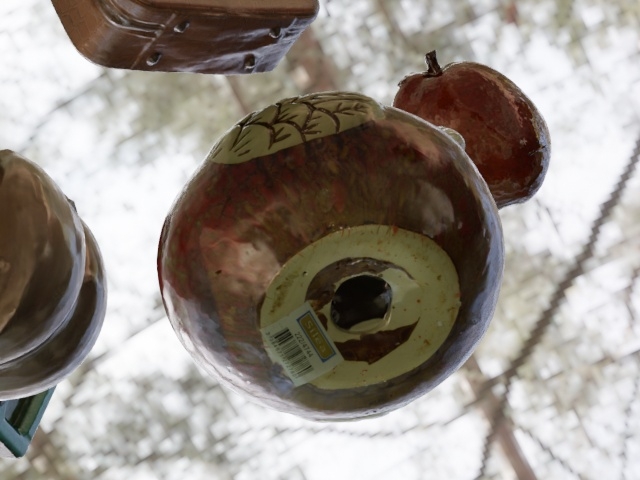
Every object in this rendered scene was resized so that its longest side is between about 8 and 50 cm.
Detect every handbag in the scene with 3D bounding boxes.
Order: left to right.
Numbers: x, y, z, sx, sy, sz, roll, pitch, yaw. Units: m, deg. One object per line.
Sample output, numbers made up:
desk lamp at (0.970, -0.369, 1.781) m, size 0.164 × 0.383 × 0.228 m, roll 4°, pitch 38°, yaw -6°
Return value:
handbag at (-0.104, -0.190, 1.393) m, size 0.193 × 0.151 × 0.072 m, roll -3°, pitch 144°, yaw -44°

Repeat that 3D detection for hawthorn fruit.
hawthorn fruit at (0.166, -0.126, 2.279) m, size 0.185 × 0.202 × 0.185 m, roll -26°, pitch -169°, yaw 5°

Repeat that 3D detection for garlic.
garlic at (-0.310, 0.023, 1.781) m, size 0.237 × 0.210 × 0.292 m, roll 21°, pitch -113°, yaw 9°

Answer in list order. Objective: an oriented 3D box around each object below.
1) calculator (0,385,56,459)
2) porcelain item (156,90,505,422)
calculator at (-0.324, 0.071, 2.069) m, size 0.058 × 0.274 × 0.248 m, roll 11°, pitch -117°, yaw 24°
porcelain item at (0.000, 0.000, 1.418) m, size 0.253 × 0.253 × 0.253 m, roll -22°, pitch -152°, yaw 12°
